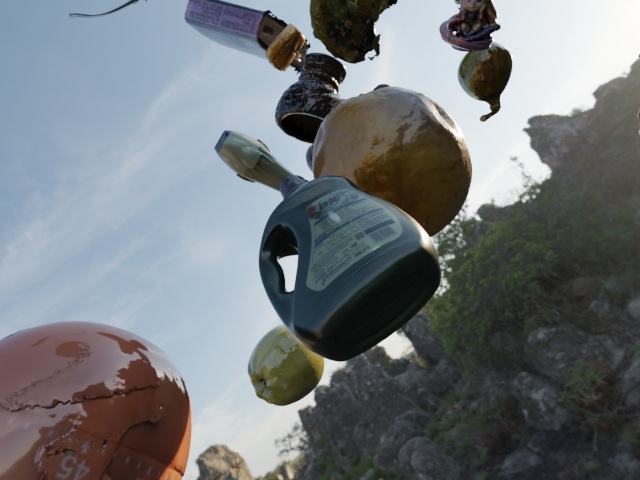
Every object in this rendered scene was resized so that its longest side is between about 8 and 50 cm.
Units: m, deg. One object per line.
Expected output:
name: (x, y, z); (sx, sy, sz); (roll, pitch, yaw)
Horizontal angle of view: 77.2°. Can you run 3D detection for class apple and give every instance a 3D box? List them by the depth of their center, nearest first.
apple: (-0.083, 0.305, 0.995); (0.200, 0.200, 0.200); (-34, -21, -15)

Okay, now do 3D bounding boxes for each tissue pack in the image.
tissue pack: (-0.247, -0.697, 1.347); (0.259, 0.361, 0.122); (1, -64, -58)

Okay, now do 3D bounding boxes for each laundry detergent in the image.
laundry detergent: (0.000, 0.000, 0.388); (0.144, 0.221, 0.078); (-39, -47, -3)

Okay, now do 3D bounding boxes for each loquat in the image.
loquat: (0.097, -0.098, 0.574); (0.193, 0.238, 0.238); (-29, -23, -27)

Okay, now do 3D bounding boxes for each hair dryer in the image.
hair dryer: (-0.094, -0.114, 0.704); (0.067, 0.167, 0.199); (-57, 2, -2)

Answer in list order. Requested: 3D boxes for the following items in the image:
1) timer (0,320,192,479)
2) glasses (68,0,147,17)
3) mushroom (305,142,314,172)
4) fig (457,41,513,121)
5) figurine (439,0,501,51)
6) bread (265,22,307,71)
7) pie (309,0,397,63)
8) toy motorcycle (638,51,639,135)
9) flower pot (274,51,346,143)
timer: (-0.238, 0.196, 0.366); (0.229, 0.230, 0.215); (116, 167, -47)
glasses: (-0.586, -0.682, 1.032); (0.220, 0.189, 0.088); (-41, 12, -23)
mushroom: (0.010, -0.152, 0.708); (0.073, 0.088, 0.129); (-11, -43, -2)
fig: (0.459, -0.439, 1.087); (0.142, 0.186, 0.148); (-33, -1, 32)
figurine: (0.318, -0.484, 0.848); (0.114, 0.126, 0.157); (-37, -48, -53)
bread: (-0.086, -0.475, 0.995); (0.106, 0.053, 0.072); (-50, -35, 3)
pie: (0.115, -0.779, 1.309); (0.078, 0.296, 0.371); (-81, 16, -47)
toy motorcycle: (0.758, -0.348, 0.842); (0.326, 0.148, 0.221); (-25, -46, -37)
flower pot: (-0.020, -0.542, 1.528); (0.266, 0.267, 0.267); (49, -128, -70)
